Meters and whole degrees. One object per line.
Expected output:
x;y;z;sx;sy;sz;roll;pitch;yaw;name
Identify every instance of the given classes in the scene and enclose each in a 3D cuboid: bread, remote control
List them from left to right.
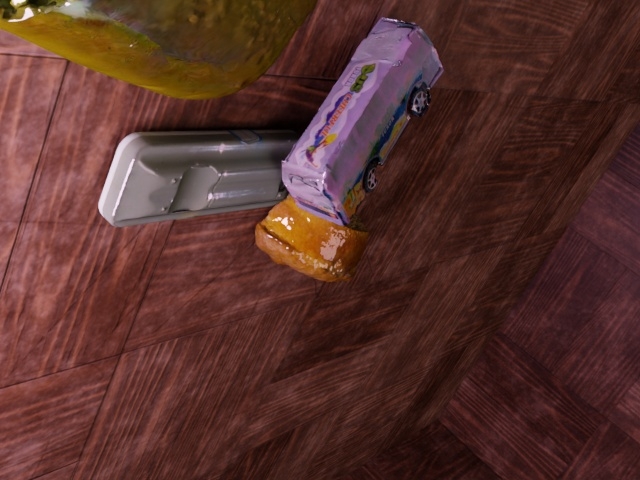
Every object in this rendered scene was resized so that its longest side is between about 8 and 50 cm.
-0.151;-0.258;0.686;0.251;0.208;0.376;-50;158;12;bread
-0.144;-0.087;1.061;0.335;0.065;0.128;-12;138;-51;remote control
0.009;0.006;1.343;0.129;0.134;0.260;-57;153;13;bread

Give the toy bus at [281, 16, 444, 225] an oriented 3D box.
0.064;-0.185;1.147;0.317;0.112;0.138;-60;150;-16;toy bus
